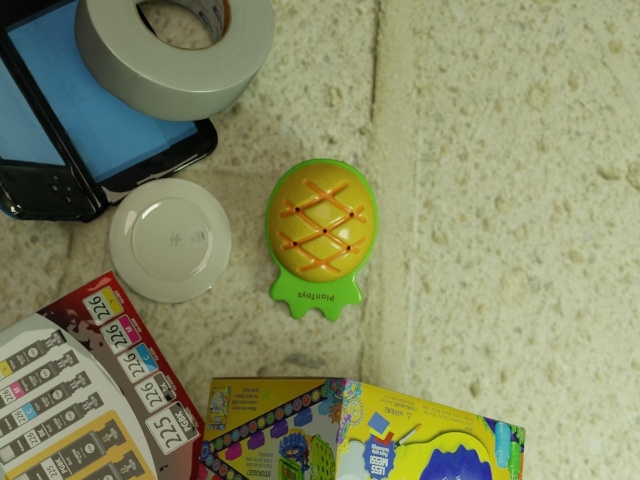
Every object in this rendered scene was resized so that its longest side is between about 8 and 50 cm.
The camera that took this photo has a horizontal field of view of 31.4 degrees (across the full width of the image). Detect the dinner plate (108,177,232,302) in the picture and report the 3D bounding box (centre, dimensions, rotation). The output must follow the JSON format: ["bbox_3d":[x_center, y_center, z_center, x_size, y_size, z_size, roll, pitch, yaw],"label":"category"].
[{"bbox_3d":[-0.166,0.000,1.276,0.141,0.017,0.141,0,89,-20],"label":"dinner plate"}]

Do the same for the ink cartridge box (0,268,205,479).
[{"bbox_3d":[-0.252,0.236,1.168,0.272,0.130,0.309,-31,81,-14],"label":"ink cartridge box"}]

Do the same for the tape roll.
[{"bbox_3d":[-0.166,-0.248,1.295,0.219,0.072,0.219,9,64,-20],"label":"tape roll"}]

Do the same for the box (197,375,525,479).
[{"bbox_3d":[0.037,0.292,1.086,0.290,0.177,0.279,21,70,-45],"label":"box"}]

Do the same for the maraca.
[{"bbox_3d":[0.000,0.000,1.273,0.127,0.099,0.185,4,102,-1],"label":"maraca"}]

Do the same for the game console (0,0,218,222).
[{"bbox_3d":[-0.291,-0.184,1.260,0.173,0.250,0.293,-36,80,15],"label":"game console"}]
